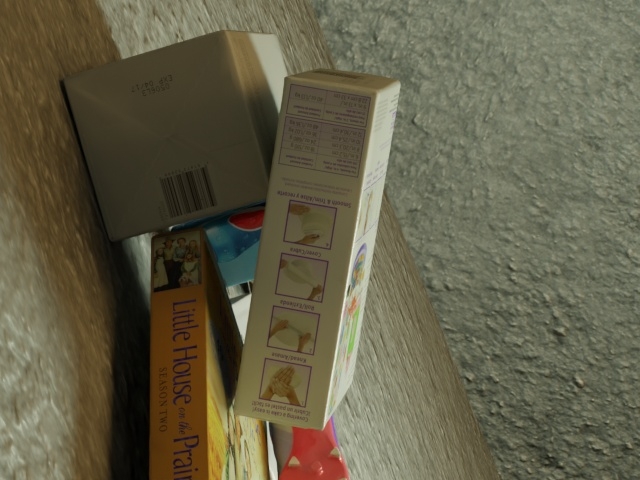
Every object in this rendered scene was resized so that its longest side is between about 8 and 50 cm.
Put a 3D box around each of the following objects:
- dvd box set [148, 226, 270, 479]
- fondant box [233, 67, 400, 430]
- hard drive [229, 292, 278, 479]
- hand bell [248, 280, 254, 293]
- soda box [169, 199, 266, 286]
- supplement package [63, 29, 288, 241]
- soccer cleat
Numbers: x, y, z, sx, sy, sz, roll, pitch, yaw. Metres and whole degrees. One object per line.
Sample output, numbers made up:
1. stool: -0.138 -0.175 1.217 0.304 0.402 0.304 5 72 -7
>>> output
1. dvd box set: -0.100 0.236 1.799 0.420 0.062 0.307 -95 173 -50
2. fondant box: 0.000 0.000 1.858 0.238 0.096 0.330 -42 140 -80
3. hard drive: -0.065 0.226 2.160 0.210 0.040 0.318 -29 102 -82
4. hand bell: -0.087 0.012 2.292 0.242 0.126 0.126 30 43 -60
5. soda box: -0.062 -0.003 2.060 0.067 0.210 0.071 -74 146 -72
6. supplement package: -0.128 -0.115 1.969 0.293 0.178 0.175 -35 108 -79
7. soccer cleat: -0.017 0.239 2.018 0.095 0.083 0.248 104 -17 -54
